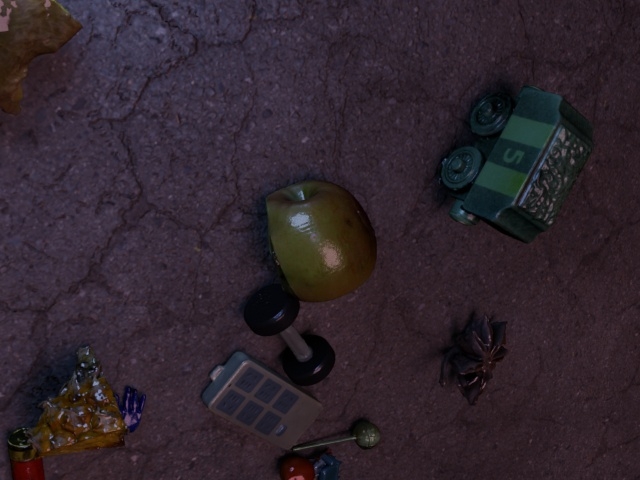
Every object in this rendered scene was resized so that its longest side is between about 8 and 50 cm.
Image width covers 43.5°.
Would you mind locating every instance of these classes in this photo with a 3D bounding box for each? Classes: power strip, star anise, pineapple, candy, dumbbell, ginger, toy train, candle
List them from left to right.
[{"bbox_3d":[-0.441,-0.236,0.973,0.270,0.123,0.219,-50,133,-6],"label":"ginger"},{"bbox_3d":[-0.468,0.366,1.282,0.052,0.052,0.130,-13,119,-30],"label":"candle"},{"bbox_3d":[-0.386,0.252,1.227,0.140,0.250,0.164,-13,86,-23],"label":"pineapple"},{"bbox_3d":[-0.105,0.307,1.515,0.118,0.046,0.270,-53,131,-3],"label":"power strip"},{"bbox_3d":[-0.054,0.173,1.453,0.100,0.100,0.191,-42,128,-12],"label":"dumbbell"},{"bbox_3d":[0.033,0.418,1.669,0.203,0.061,0.061,-5,114,-25],"label":"candy"},{"bbox_3d":[0.337,0.262,1.778,0.231,0.089,0.209,15,90,-45],"label":"star anise"},{"bbox_3d":[0.370,-0.147,1.515,0.167,0.238,0.299,26,94,-37],"label":"toy train"}]

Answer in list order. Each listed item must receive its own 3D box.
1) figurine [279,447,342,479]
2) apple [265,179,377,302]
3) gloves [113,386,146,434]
[{"bbox_3d":[-0.023,0.471,1.630,0.140,0.075,0.068,-2,113,-37],"label":"figurine"},{"bbox_3d":[0.000,0.000,1.375,0.207,0.174,0.188,-42,133,-33],"label":"apple"},{"bbox_3d":[-0.331,0.289,1.358,0.064,0.026,0.086,7,107,-35],"label":"gloves"}]
